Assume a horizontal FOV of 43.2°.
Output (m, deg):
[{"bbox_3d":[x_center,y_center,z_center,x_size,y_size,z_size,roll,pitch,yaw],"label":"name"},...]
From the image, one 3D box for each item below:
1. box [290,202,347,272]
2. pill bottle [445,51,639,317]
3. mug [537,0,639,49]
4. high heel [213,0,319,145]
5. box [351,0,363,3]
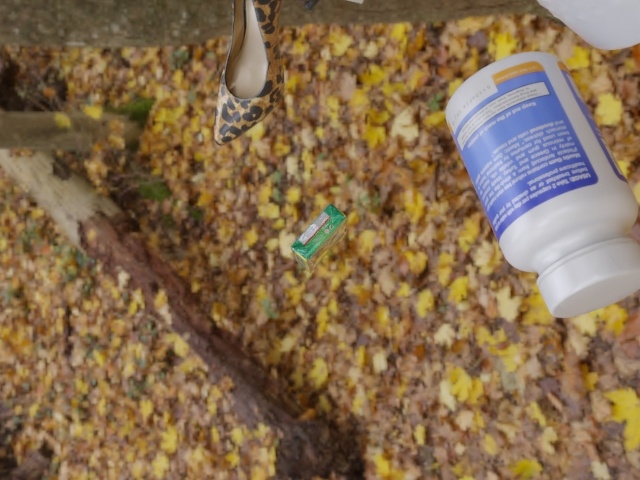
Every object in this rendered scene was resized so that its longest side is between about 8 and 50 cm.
[{"bbox_3d":[0.000,0.000,1.423,0.043,0.105,0.179,41,173,10],"label":"box"},{"bbox_3d":[0.253,-0.059,0.895,0.152,0.152,0.272,120,138,-56],"label":"pill bottle"},{"bbox_3d":[0.259,-0.429,0.828,0.276,0.328,0.374,-42,23,39],"label":"mug"},{"bbox_3d":[-0.108,-0.247,1.025,0.093,0.186,0.261,35,102,22],"label":"high heel"},{"bbox_3d":[-0.047,-0.633,1.796,0.148,0.311,0.121,-112,34,-58],"label":"box"}]
